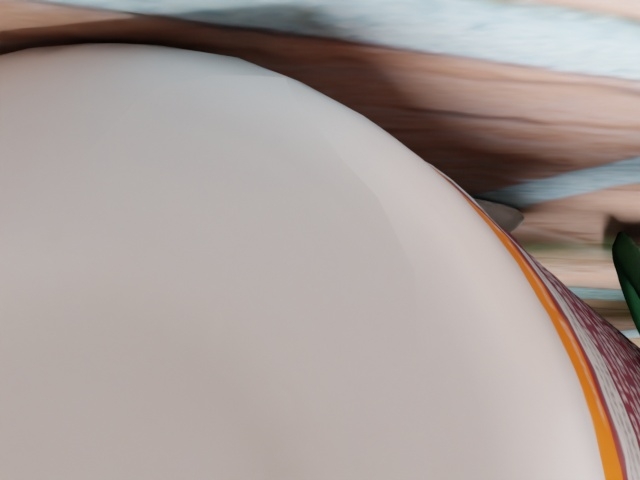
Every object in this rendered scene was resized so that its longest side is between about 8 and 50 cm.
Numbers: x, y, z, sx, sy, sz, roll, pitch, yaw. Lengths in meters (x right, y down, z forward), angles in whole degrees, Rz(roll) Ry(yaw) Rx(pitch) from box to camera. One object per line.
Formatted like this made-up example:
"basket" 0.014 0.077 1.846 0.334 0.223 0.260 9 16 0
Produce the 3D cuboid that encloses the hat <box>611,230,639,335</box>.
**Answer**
"hat" 0.229 0.054 0.689 0.183 0.208 0.173 -25 -157 4

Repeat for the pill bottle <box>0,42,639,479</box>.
"pill bottle" 0.005 0.104 0.544 0.224 0.224 0.392 -3 167 19

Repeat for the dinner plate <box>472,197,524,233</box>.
"dinner plate" 0.000 0.000 0.661 0.141 0.017 0.141 -1 171 0
